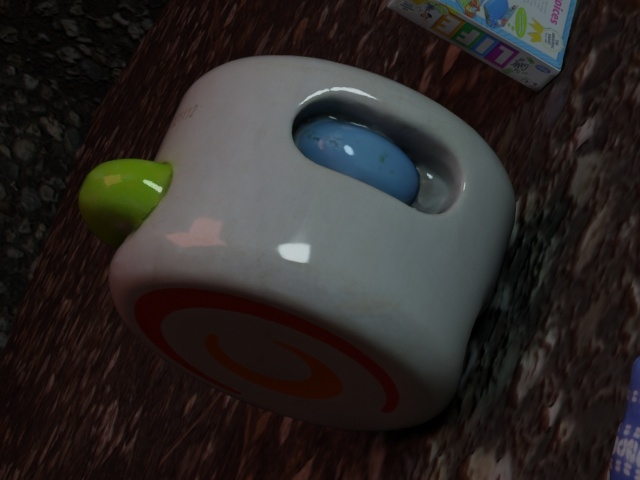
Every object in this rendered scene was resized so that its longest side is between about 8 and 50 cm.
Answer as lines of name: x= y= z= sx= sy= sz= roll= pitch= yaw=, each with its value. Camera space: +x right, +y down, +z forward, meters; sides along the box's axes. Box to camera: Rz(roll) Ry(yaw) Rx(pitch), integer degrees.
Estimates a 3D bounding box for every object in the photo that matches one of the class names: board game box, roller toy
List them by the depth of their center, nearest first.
roller toy: x=0.000 y=0.000 z=0.981 sx=0.191 sy=0.209 sz=0.146 roll=5 pitch=62 yaw=32
board game box: x=0.105 y=-0.172 z=1.099 sx=0.026 sy=0.103 sz=0.154 roll=-44 pitch=22 yaw=51

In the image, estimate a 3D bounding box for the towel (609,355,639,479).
towel: x=0.088 y=0.204 z=0.489 sx=0.243 sy=0.040 sz=0.336 roll=-160 pitch=87 yaw=-75
